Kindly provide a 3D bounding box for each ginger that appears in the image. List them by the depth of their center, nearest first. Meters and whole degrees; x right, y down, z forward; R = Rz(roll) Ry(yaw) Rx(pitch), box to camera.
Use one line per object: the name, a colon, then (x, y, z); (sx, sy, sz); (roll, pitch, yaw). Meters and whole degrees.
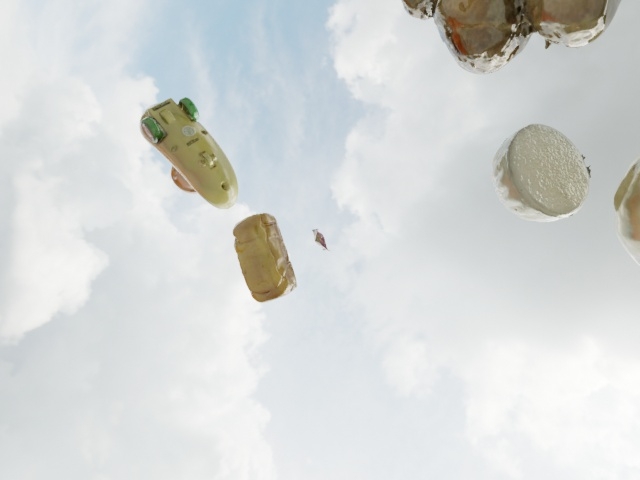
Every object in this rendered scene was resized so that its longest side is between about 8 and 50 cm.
ginger: (0.245, -0.337, 0.562); (0.304, 0.155, 0.245); (-11, -95, 40)

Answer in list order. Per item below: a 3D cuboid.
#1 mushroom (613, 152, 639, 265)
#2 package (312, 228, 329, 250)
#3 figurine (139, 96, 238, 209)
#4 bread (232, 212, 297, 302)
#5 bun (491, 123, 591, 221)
mushroom: (0.787, -0.091, 0.862); (0.353, 0.325, 0.353); (-22, -135, 24)
package: (0.000, 0.000, 1.417); (0.029, 0.059, 0.083); (-34, -79, -17)
figurine: (-0.320, -0.198, 1.071); (0.324, 0.124, 0.222); (49, -25, 6)
bread: (-0.191, 0.057, 1.502); (0.166, 0.132, 0.294); (-17, -89, 38)
bun: (0.553, -0.159, 1.171); (0.175, 0.263, 0.263); (139, -63, -65)
